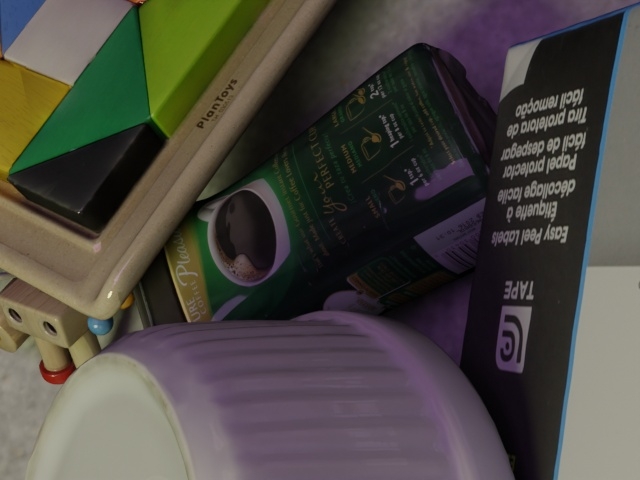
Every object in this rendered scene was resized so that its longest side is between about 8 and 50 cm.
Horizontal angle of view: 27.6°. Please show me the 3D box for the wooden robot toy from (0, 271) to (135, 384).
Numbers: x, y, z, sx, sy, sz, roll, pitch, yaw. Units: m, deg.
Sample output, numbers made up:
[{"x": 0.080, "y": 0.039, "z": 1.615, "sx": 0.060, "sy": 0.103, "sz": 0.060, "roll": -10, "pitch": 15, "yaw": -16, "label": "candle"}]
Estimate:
[{"x": -0.125, "y": 0.024, "z": 0.666, "sx": 0.173, "sy": 0.076, "sz": 0.079, "roll": 17, "pitch": 52, "yaw": 30, "label": "wooden robot toy"}]

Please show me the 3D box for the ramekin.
[{"x": -0.032, "y": 0.124, "z": 0.466, "sx": 0.207, "sy": 0.109, "sz": 0.207, "roll": -20, "pitch": 66, "yaw": 55, "label": "ramekin"}]

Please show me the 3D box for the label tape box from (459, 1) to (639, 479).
[{"x": 0.135, "y": 0.096, "z": 0.396, "sx": 0.249, "sy": 0.115, "sz": 0.347, "roll": 177, "pitch": 105, "yaw": -70, "label": "label tape box"}]

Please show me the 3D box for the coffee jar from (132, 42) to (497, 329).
[{"x": 0.000, "y": 0.000, "z": 0.582, "sx": 0.184, "sy": 0.079, "sz": 0.096, "roll": -32, "pitch": 58, "yaw": 18, "label": "coffee jar"}]

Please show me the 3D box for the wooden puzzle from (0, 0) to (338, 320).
[{"x": -0.120, "y": -0.093, "z": 0.639, "sx": 0.239, "sy": 0.044, "sz": 0.221, "roll": 22, "pitch": 71, "yaw": 36, "label": "wooden puzzle"}]
